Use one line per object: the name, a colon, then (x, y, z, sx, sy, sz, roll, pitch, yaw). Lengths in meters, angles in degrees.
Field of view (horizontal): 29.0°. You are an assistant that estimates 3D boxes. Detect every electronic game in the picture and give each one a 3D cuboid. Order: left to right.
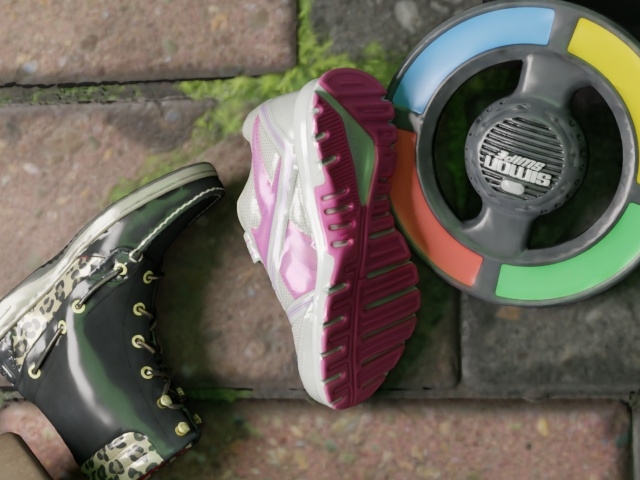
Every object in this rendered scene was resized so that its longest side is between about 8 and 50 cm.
electronic game: (0.150, -0.062, 0.904, 0.229, 0.048, 0.229, 5, 104, 19)

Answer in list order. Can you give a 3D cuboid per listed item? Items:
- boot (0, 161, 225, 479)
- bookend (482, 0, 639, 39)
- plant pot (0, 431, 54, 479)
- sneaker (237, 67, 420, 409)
boot: (-0.131, 0.071, 0.945, 0.236, 0.085, 0.178, -38, 80, 8)
bookend: (0.226, -0.211, 0.935, 0.156, 0.072, 0.157, 25, 87, 12)
plant pot: (-0.269, 0.259, 0.872, 0.229, 0.263, 0.263, -36, 78, -15)
sneaker: (0.000, 0.000, 0.934, 0.111, 0.103, 0.252, 2, 97, 47)
